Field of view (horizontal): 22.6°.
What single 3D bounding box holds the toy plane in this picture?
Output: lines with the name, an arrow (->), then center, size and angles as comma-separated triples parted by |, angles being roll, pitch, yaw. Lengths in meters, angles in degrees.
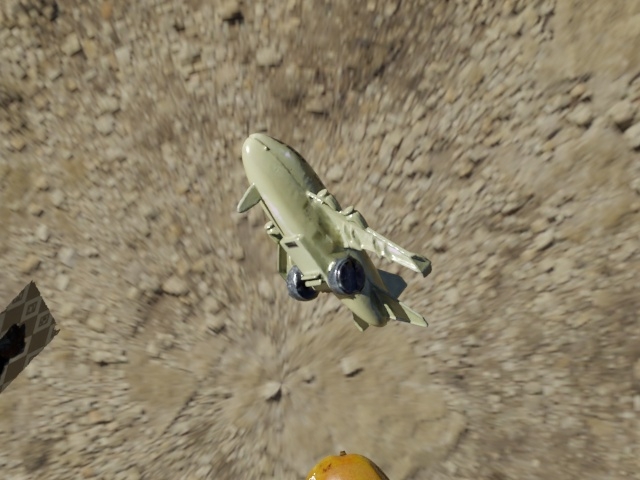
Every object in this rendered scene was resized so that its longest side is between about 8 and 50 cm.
toy plane -> 0.000, 0.000, 1.543 | 0.244, 0.229, 0.092 | 47, 62, -22

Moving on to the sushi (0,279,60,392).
sushi -> -0.314, 0.100, 1.545 | 0.026, 0.120, 0.126 | 34, 69, 21

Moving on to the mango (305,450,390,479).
mango -> 0.034, 0.246, 1.455 | 0.080, 0.060, 0.114 | -34, 66, 7
